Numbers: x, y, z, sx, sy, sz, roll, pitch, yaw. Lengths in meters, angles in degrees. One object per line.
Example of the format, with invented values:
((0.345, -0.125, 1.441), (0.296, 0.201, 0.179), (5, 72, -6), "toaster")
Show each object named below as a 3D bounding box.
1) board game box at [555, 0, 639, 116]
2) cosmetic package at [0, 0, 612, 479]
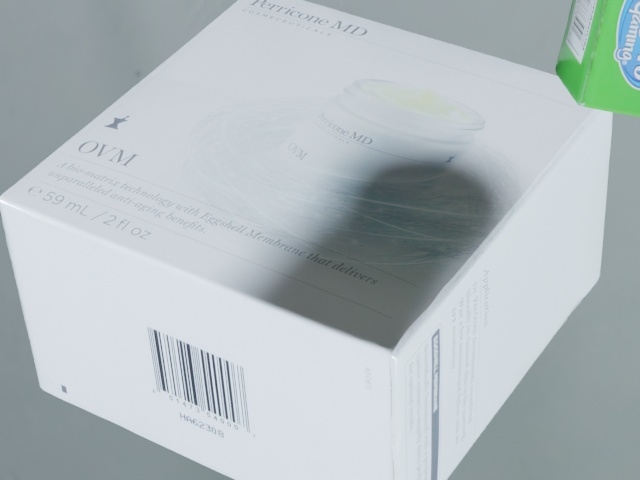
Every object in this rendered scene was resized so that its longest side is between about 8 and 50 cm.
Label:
((0.271, -0.143, 0.591), (0.316, 0.064, 0.242), (9, 109, -3), "board game box")
((0.000, 0.000, 0.817), (0.224, 0.225, 0.138), (20, 134, 26), "cosmetic package")
